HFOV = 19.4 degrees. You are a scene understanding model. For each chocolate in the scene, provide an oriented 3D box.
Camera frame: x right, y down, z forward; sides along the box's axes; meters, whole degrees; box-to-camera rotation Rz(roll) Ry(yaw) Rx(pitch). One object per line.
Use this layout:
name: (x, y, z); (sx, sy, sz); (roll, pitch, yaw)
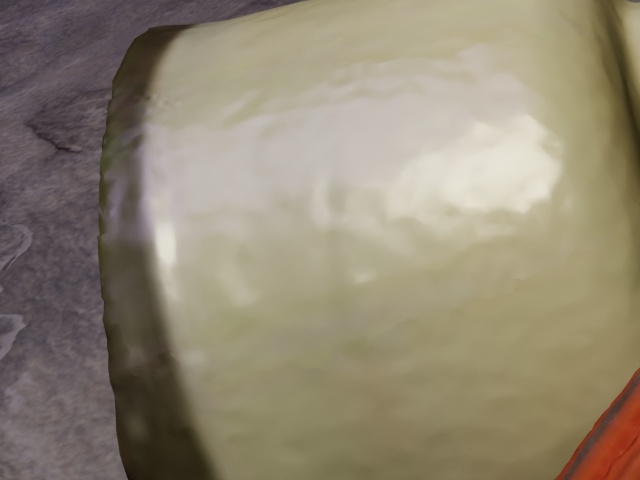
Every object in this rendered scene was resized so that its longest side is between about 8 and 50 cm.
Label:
chocolate: (0.077, 0.034, 0.874); (0.297, 0.326, 0.314); (-6, 28, 15)

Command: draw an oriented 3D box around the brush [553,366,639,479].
brush: (0.116, 0.121, 0.729); (0.323, 0.070, 0.051); (-54, 20, 13)
